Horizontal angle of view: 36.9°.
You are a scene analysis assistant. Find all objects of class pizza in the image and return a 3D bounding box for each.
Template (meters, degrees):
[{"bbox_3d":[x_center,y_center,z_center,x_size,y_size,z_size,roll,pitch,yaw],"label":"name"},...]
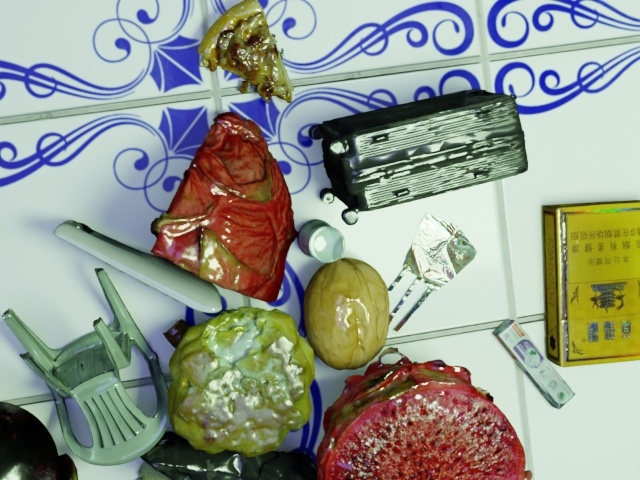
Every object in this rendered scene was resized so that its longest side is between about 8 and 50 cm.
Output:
[{"bbox_3d":[-0.115,-0.316,1.688,0.154,0.069,0.194,-44,98,-2],"label":"pizza"}]

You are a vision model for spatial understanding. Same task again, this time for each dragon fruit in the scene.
[{"bbox_3d":[-0.192,-0.072,1.667,0.240,0.302,0.330,1,80,23],"label":"dragon fruit"},{"bbox_3d":[0.163,0.370,1.704,0.386,0.249,0.371,13,107,-17],"label":"dragon fruit"}]

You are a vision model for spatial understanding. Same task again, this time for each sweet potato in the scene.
[{"bbox_3d":[-0.232,0.189,1.744,0.117,0.049,0.049,42,89,-20],"label":"sweet potato"}]

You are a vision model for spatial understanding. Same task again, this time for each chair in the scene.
[{"bbox_3d":[-0.394,0.230,1.658,0.203,0.190,0.275,-27,127,-3],"label":"chair"}]

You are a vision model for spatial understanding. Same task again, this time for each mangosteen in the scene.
[{"bbox_3d":[-0.554,0.418,1.637,0.275,0.275,0.302,-42,136,-1],"label":"mangosteen"}]

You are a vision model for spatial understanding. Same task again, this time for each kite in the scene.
[{"bbox_3d":[0.185,0.062,1.799,0.127,0.016,0.229,41,87,-7],"label":"kite"}]

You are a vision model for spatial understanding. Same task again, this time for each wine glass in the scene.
[{"bbox_3d":[0.000,0.000,1.695,0.073,0.155,0.073,0,93,-6],"label":"wine glass"}]

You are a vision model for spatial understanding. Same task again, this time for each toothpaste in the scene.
[{"bbox_3d":[0.408,0.236,1.833,0.047,0.040,0.196,-41,100,-6],"label":"toothpaste"}]

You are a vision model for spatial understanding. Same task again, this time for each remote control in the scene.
[{"bbox_3d":[-0.310,0.039,1.680,0.313,0.109,0.055,29,92,-10],"label":"remote control"}]

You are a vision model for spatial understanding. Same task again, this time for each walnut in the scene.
[{"bbox_3d":[0.046,0.133,1.718,0.159,0.159,0.207,-7,101,-7],"label":"walnut"}]

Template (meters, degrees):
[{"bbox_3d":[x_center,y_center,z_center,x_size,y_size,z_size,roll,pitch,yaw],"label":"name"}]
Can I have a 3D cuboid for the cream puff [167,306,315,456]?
[{"bbox_3d":[-0.139,0.241,1.687,0.281,0.185,0.282,-1,96,-5],"label":"cream puff"}]

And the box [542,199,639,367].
[{"bbox_3d":[0.525,0.078,1.808,0.192,0.084,0.302,-4,97,-7],"label":"box"}]

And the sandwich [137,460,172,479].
[{"bbox_3d":[-0.226,0.492,1.753,0.258,0.096,0.094,29,97,-7],"label":"sandwich"}]

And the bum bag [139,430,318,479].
[{"bbox_3d":[-0.161,0.408,1.722,0.340,0.144,0.095,12,97,-9],"label":"bum bag"}]

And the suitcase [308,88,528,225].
[{"bbox_3d":[0.166,-0.154,1.664,0.335,0.229,0.152,-13,105,-7],"label":"suitcase"}]
